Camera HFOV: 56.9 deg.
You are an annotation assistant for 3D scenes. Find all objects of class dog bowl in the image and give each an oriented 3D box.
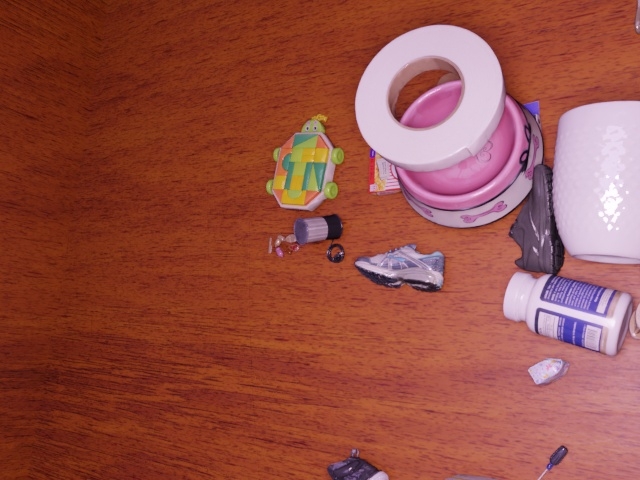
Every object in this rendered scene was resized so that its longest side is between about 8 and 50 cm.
[{"bbox_3d":[0.377,-0.245,1.587,0.408,0.150,0.407,-7,75,25],"label":"dog bowl"}]

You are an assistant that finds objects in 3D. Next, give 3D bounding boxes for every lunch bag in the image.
[{"bbox_3d":[0.565,0.317,1.454,0.083,0.071,0.053,-37,57,24],"label":"lunch bag"}]

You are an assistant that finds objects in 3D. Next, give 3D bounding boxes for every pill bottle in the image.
[{"bbox_3d":[0.591,0.167,1.423,0.265,0.153,0.153,16,88,35],"label":"pill bottle"}]

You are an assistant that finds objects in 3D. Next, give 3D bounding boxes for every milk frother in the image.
[{"bbox_3d":[0.000,0.000,1.865,0.143,0.135,0.129,59,142,32],"label":"milk frother"}]

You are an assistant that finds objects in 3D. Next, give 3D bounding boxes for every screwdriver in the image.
[{"bbox_3d":[0.546,0.568,1.437,0.169,0.024,0.025,-60,27,9],"label":"screwdriver"}]

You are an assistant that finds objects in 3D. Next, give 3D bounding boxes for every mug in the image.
[{"bbox_3d":[0.723,-0.113,1.341,0.375,0.276,0.327,6,85,23],"label":"mug"}]

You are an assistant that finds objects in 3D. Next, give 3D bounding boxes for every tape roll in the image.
[{"bbox_3d":[0.280,-0.369,1.539,0.393,0.072,0.391,-7,74,25],"label":"tape roll"}]

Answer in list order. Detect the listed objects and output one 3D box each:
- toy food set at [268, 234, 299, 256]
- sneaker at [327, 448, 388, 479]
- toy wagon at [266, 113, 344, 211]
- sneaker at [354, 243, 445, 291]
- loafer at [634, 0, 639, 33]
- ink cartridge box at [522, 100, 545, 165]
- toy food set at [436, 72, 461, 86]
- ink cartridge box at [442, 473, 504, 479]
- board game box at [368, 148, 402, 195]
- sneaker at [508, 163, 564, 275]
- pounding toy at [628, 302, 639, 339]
[{"bbox_3d":[-0.118,0.019,2.013,0.122,0.019,0.077,0,79,26],"label":"toy food set"},{"bbox_3d":[0.066,0.724,1.674,0.153,0.101,0.268,39,95,34],"label":"sneaker"},{"bbox_3d":[-0.050,-0.272,2.006,0.267,0.068,0.344,6,82,34],"label":"toy wagon"},{"bbox_3d":[0.236,0.072,1.731,0.283,0.110,0.122,8,66,32],"label":"sneaker"},{"bbox_3d":[0.837,-0.602,1.509,0.050,0.056,0.147,6,92,34],"label":"loafer"},{"bbox_3d":[0.510,-0.281,1.652,0.207,0.045,0.208,-9,72,32],"label":"ink cartridge box"},{"bbox_3d":[0.392,-0.468,1.789,0.083,0.020,0.083,-15,70,30],"label":"toy food set"},{"bbox_3d":[0.370,0.652,1.440,0.128,0.176,0.128,-5,77,30],"label":"ink cartridge box"},{"bbox_3d":[0.245,-0.220,1.810,0.194,0.045,0.146,-5,76,31],"label":"board game box"},{"bbox_3d":[0.546,-0.052,1.512,0.130,0.109,0.286,2,94,42],"label":"sneaker"},{"bbox_3d":[0.776,0.170,1.276,0.154,0.154,0.269,-34,60,-4],"label":"pounding toy"}]
